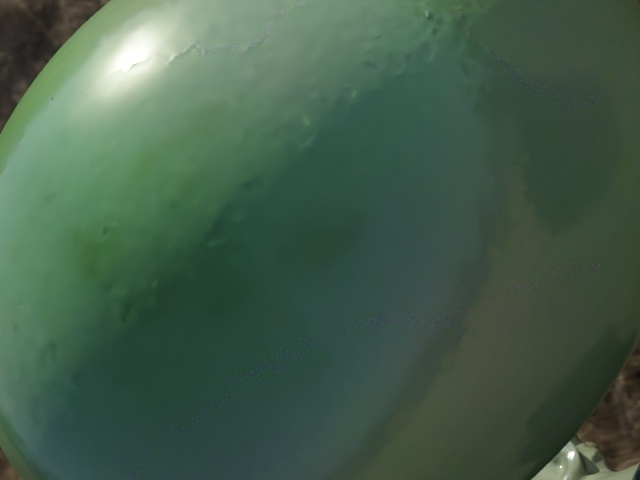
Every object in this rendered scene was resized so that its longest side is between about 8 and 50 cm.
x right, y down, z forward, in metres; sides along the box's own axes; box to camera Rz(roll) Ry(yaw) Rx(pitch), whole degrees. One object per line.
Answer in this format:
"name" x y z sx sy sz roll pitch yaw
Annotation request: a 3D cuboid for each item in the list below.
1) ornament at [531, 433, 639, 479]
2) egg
"ornament" 0.142 0.127 0.597 0.285 0.130 0.120 -8 84 44
"egg" 0.000 0.000 0.493 0.269 0.220 0.220 -39 63 18
